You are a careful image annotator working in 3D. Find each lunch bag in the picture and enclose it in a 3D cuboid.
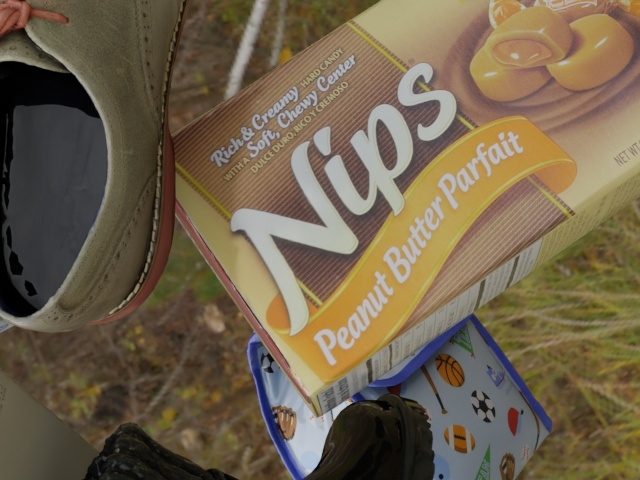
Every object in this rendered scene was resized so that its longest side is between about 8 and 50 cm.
[{"bbox_3d":[0.102,0.213,1.600,0.239,0.328,0.385,-35,89,38],"label":"lunch bag"}]

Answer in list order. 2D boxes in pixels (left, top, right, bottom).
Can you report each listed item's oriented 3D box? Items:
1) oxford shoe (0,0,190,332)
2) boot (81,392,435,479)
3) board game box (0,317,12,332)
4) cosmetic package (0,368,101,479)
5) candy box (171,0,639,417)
[{"bbox_3d":[-0.128,-0.124,0.580,0.130,0.123,0.348,-49,-46,-84],"label":"oxford shoe"},{"bbox_3d":[-0.053,0.206,0.906,0.260,0.348,0.131,22,120,-4],"label":"boot"},{"bbox_3d":[-0.478,0.096,1.104,0.079,0.253,0.336,64,-171,10],"label":"board game box"},{"bbox_3d":[-0.277,0.167,0.838,0.309,0.160,0.113,74,-158,-65],"label":"cosmetic package"},{"bbox_3d":[0.074,-0.056,0.723,0.183,0.316,0.087,54,173,17],"label":"candy box"}]
